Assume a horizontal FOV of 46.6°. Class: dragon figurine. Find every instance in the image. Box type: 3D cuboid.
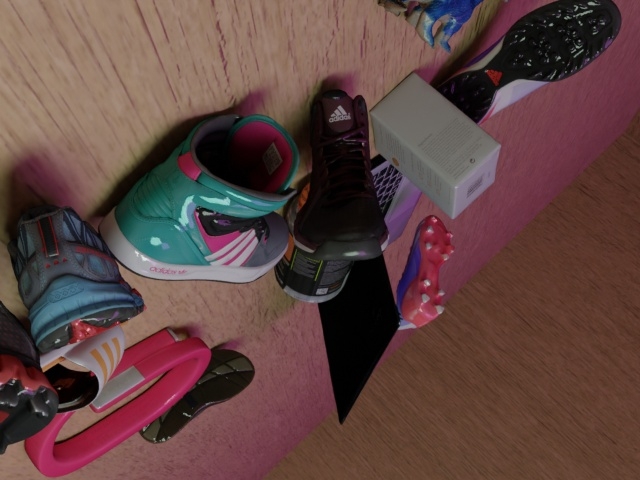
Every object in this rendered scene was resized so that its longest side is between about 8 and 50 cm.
[{"bbox_3d":[0.147,-0.296,0.834,0.144,0.085,0.289,-53,161,21],"label":"dragon figurine"}]

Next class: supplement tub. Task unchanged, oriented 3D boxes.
[{"bbox_3d":[0.000,0.000,1.095,0.117,0.117,0.190,-35,160,-31],"label":"supplement tub"}]

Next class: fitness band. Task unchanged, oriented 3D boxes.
[{"bbox_3d":[-0.285,0.230,1.076,0.291,0.054,0.209,-29,158,-40],"label":"fitness band"}]

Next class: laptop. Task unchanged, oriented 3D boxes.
[{"bbox_3d":[0.135,0.047,1.306,0.408,0.236,0.382,-35,160,-31],"label":"laptop"}]

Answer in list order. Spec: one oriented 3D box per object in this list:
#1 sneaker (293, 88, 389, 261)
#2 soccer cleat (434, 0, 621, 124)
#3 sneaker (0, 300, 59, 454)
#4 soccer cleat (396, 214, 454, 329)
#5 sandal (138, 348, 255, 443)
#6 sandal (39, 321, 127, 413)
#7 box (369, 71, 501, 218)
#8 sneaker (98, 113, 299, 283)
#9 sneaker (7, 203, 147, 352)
[{"bbox_3d":[0.017,-0.088,0.862,0.281,0.107,0.162,-96,-177,-70],"label":"sneaker"},{"bbox_3d":[0.297,-0.265,1.115,0.318,0.108,0.116,-32,-174,37],"label":"soccer cleat"},{"bbox_3d":[-0.326,0.069,0.561,0.098,0.135,0.276,-37,141,13],"label":"sneaker"},{"bbox_3d":[0.174,0.051,1.310,0.095,0.083,0.248,-31,-150,36],"label":"soccer cleat"},{"bbox_3d":[-0.211,0.261,1.251,0.219,0.090,0.060,-38,177,-26],"label":"sandal"},{"bbox_3d":[-0.278,0.151,0.774,0.102,0.076,0.265,-33,-177,22],"label":"sandal"},{"bbox_3d":[0.165,-0.135,1.080,0.091,0.170,0.130,-42,162,-6],"label":"box"},{"bbox_3d":[-0.083,-0.050,0.813,0.178,0.123,0.296,-42,163,21],"label":"sneaker"},{"bbox_3d":[-0.222,0.026,0.677,0.104,0.125,0.262,-20,180,-20],"label":"sneaker"}]
